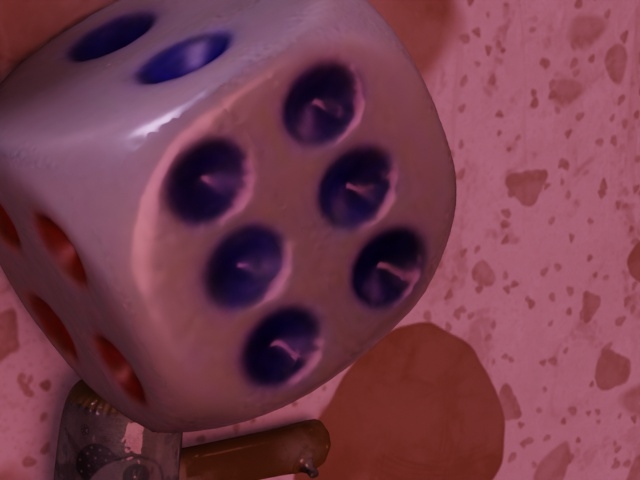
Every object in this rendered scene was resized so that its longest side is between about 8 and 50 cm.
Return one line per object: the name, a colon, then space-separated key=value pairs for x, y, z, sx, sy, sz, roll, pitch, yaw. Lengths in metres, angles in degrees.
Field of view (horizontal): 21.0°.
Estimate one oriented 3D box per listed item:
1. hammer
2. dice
hammer: x=-0.108 y=0.212 z=1.594 sx=0.305 sy=0.113 sz=0.202 roll=-2 pitch=107 yaw=-41
dice: x=-0.092 y=-0.043 z=1.400 sx=0.304 sy=0.304 sz=0.277 roll=-33 pitch=119 yaw=-21
